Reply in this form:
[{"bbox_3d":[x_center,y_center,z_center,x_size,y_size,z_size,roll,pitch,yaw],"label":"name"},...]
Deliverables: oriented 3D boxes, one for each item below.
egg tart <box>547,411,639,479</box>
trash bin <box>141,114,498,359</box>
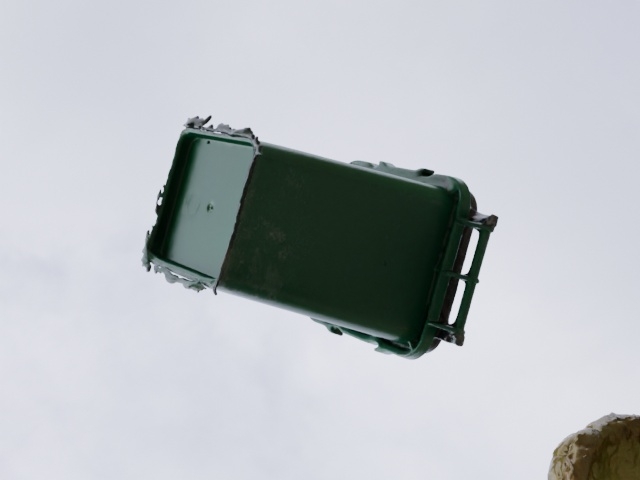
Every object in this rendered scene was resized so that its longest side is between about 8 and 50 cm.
[{"bbox_3d":[0.316,0.278,0.797,0.294,0.123,0.294,18,-150,-11],"label":"egg tart"},{"bbox_3d":[0.000,0.000,1.183,0.381,0.295,0.259,13,-88,-40],"label":"trash bin"}]
